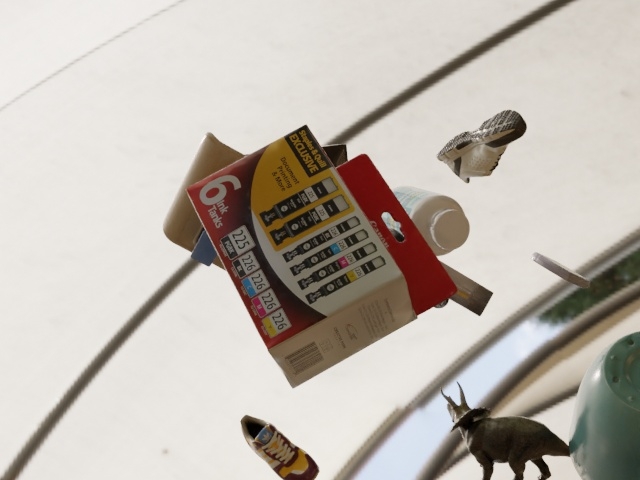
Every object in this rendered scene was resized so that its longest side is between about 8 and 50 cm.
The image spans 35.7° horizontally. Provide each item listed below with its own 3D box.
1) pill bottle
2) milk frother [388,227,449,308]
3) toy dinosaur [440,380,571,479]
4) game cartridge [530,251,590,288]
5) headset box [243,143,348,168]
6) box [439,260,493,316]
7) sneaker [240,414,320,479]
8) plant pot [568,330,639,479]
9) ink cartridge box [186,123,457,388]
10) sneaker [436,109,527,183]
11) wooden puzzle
[{"bbox_3d":[0.247,-0.045,2.344,0.146,0.264,0.146,-4,-80,-22],"label":"pill bottle"},{"bbox_3d":[0.114,0.077,1.604,0.134,0.143,0.129,-40,-55,-11],"label":"milk frother"},{"bbox_3d":[0.367,0.394,1.920,0.121,0.313,0.160,-38,-51,-51],"label":"toy dinosaur"},{"bbox_3d":[0.343,0.042,1.432,0.056,0.083,0.017,17,-77,-35],"label":"game cartridge"},{"bbox_3d":[-0.067,-0.102,2.287,0.110,0.293,0.218,-11,-81,-43],"label":"headset box"},{"bbox_3d":[0.208,0.059,1.949,0.183,0.231,0.056,30,-89,-21],"label":"box"},{"bbox_3d":[-0.083,0.392,1.861,0.069,0.185,0.084,-50,-41,-19],"label":"sneaker"},{"bbox_3d":[0.589,0.299,1.752,0.235,0.293,0.293,77,-152,-45],"label":"plant pot"},{"bbox_3d":[0.000,0.000,1.398,0.309,0.271,0.130,58,176,34],"label":"ink cartridge box"},{"bbox_3d":[0.153,-0.084,0.902,0.044,0.109,0.040,49,-119,-10],"label":"sneaker"},{"bbox_3d":[-0.139,-0.014,1.982,0.347,0.322,0.080,32,-133,-2],"label":"wooden puzzle"}]
